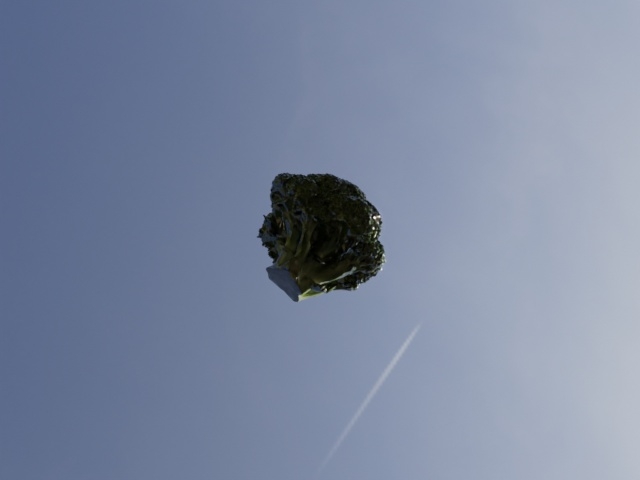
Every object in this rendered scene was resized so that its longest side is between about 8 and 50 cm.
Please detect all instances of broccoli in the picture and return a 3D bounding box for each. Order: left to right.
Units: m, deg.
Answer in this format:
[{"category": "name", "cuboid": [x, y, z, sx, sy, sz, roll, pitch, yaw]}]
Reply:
[{"category": "broccoli", "cuboid": [0.000, 0.000, 0.973, 0.146, 0.162, 0.138, 31, -118, 16]}]
